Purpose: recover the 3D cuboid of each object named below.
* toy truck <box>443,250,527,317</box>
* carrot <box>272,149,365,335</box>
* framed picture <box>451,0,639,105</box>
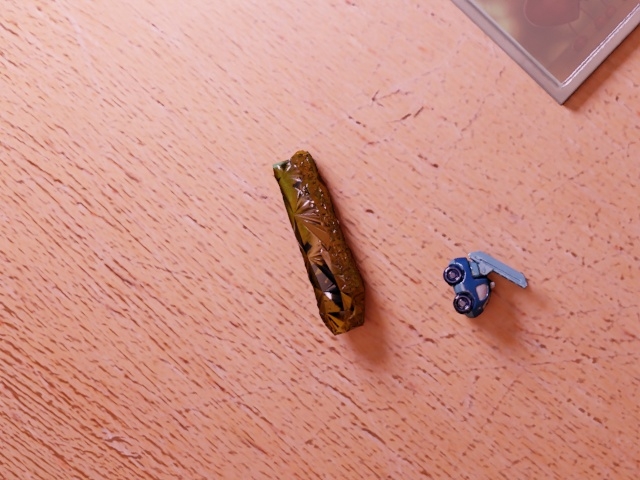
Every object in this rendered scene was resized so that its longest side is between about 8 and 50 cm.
[{"bbox_3d":[0.191,0.048,1.425,0.090,0.056,0.073,-18,83,8],"label":"toy truck"},{"bbox_3d":[0.000,0.000,1.482,0.069,0.069,0.228,-21,86,20],"label":"carrot"},{"bbox_3d":[0.243,-0.327,1.390,0.289,0.020,0.211,46,107,11],"label":"framed picture"}]
